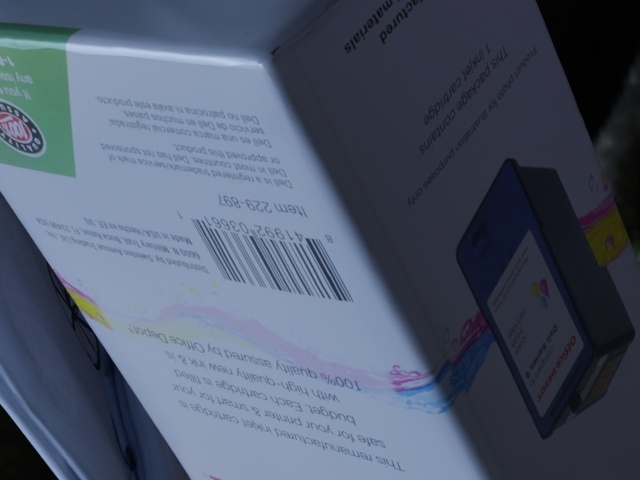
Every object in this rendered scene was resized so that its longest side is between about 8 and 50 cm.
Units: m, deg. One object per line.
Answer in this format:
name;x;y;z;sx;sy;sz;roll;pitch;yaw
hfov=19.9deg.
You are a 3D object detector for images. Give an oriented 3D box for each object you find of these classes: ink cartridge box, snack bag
ink cartridge box;0.000;0.000;0.530;0.093;0.154;0.212;-49;-52;-30
snack bag;-0.094;0.052;0.860;0.342;0.037;0.323;59;-175;-31
